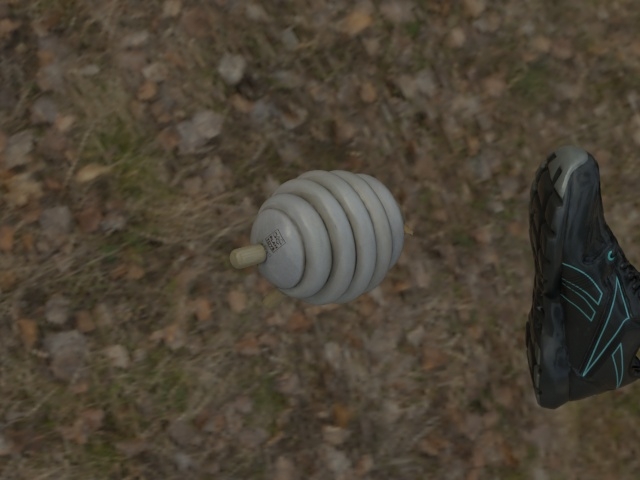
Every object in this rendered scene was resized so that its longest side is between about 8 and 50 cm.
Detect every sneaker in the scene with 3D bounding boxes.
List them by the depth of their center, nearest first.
[{"bbox_3d":[0.234,0.030,1.216,0.101,0.106,0.267,-90,176,-52],"label":"sneaker"}]

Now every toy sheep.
[{"bbox_3d":[0.000,0.000,0.844,0.132,0.091,0.091,-21,90,-39],"label":"toy sheep"}]
